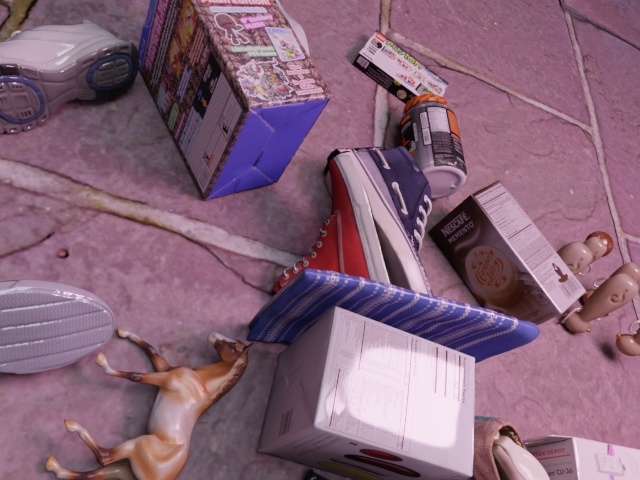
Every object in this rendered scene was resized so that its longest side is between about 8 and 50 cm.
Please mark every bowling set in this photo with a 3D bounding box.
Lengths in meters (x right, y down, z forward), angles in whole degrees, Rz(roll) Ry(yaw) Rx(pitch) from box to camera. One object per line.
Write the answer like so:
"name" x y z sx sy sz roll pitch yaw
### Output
"bowling set" 0.546 0.089 1.079 0.287 0.154 0.200 37 34 -2

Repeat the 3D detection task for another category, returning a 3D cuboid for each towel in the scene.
"towel" 0.089 0.127 0.733 0.335 0.243 0.040 15 60 -19

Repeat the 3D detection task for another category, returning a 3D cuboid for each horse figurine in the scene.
"horse figurine" -0.204 0.214 0.643 0.174 0.066 0.263 23 52 -7

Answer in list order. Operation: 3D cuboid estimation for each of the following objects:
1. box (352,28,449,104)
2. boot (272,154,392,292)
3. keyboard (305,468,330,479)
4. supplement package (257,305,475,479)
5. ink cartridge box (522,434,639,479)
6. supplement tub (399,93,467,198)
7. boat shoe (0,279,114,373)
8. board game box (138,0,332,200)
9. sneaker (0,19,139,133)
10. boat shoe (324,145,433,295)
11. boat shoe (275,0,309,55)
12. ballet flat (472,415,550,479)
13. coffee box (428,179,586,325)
"box" 0.181 -0.370 1.199 0.207 0.036 0.114 35 52 -5
"boot" 0.000 0.000 0.813 0.176 0.088 0.244 -14 80 8
"keyboard" -0.029 0.370 0.653 0.108 0.023 0.180 23 44 13
"supplement package" 0.057 0.214 0.695 0.203 0.194 0.149 22 55 -14
"ink cartridge box" 0.399 0.356 0.841 0.198 0.115 0.067 16 57 -17
"supplement tub" 0.217 -0.188 1.061 0.117 0.117 0.190 12 57 -21
"boat shoe" -0.391 0.086 0.598 0.302 0.094 0.109 3 106 -34
"board game box" -0.149 -0.253 0.836 0.141 0.232 0.291 -18 73 -35
"sneaker" -0.422 -0.249 0.790 0.129 0.111 0.297 41 46 19
"boat shoe" 0.142 -0.024 0.917 0.158 0.127 0.341 -13 69 -25
"boat shoe" -0.110 -0.416 1.039 0.088 0.096 0.268 -16 69 -29
"ballet flat" 0.312 0.400 0.775 0.107 0.106 0.316 -24 76 -35
"coffee box" 0.330 0.035 0.977 0.098 0.141 0.247 -26 75 -35
